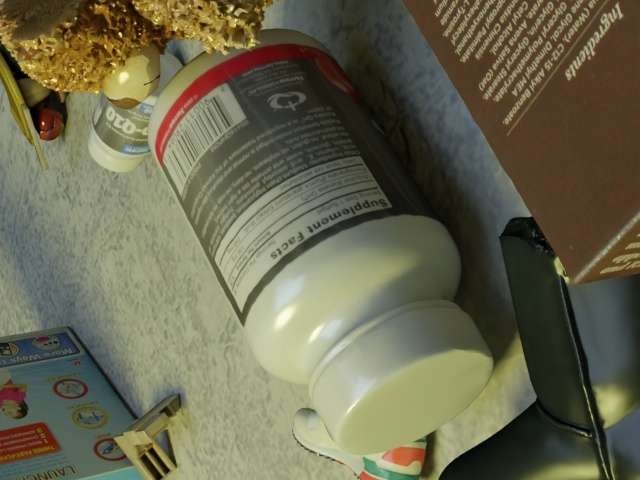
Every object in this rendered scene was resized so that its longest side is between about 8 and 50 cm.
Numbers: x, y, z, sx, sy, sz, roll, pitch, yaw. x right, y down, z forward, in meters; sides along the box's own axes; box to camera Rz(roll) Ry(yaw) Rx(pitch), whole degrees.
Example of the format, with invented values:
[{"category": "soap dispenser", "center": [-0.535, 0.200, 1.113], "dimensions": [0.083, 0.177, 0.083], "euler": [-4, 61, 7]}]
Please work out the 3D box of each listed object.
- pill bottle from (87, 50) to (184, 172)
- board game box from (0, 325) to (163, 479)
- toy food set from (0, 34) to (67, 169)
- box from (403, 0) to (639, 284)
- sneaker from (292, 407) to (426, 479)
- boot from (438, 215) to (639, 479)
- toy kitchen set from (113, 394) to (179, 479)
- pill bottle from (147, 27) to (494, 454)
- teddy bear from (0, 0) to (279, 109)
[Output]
[{"category": "pill bottle", "center": [-0.200, -0.138, 1.330], "dimensions": [0.137, 0.078, 0.078], "euler": [-53, 53, 47]}, {"category": "board game box", "center": [-0.390, 0.237, 1.481], "dimensions": [0.302, 0.308, 0.086], "euler": [43, 131, 45]}, {"category": "toy food set", "center": [-0.366, -0.194, 1.592], "dimensions": [0.218, 0.071, 0.128], "euler": [53, 160, 40]}, {"category": "box", "center": [0.151, -0.173, 0.698], "dimensions": [0.381, 0.191, 0.143], "euler": [63, 142, 29]}, {"category": "sneaker", "center": [0.037, 0.159, 1.063], "dimensions": [0.161, 0.057, 0.075], "euler": [21, 97, 55]}, {"category": "boot", "center": [0.155, 0.085, 0.820], "dimensions": [0.246, 0.094, 0.207], "euler": [-15, 87, 50]}, {"category": "toy kitchen set", "center": [-0.172, 0.224, 1.398], "dimensions": [0.075, 0.068, 0.083], "euler": [55, 146, -8]}, {"category": "pill bottle", "center": [0.000, 0.000, 0.967], "dimensions": [0.318, 0.176, 0.176], "euler": [60, 140, 31]}, {"category": "teddy bear", "center": [-0.076, -0.207, 0.948], "dimensions": [0.245, 0.338, 0.113], "euler": [28, 153, 48]}]
